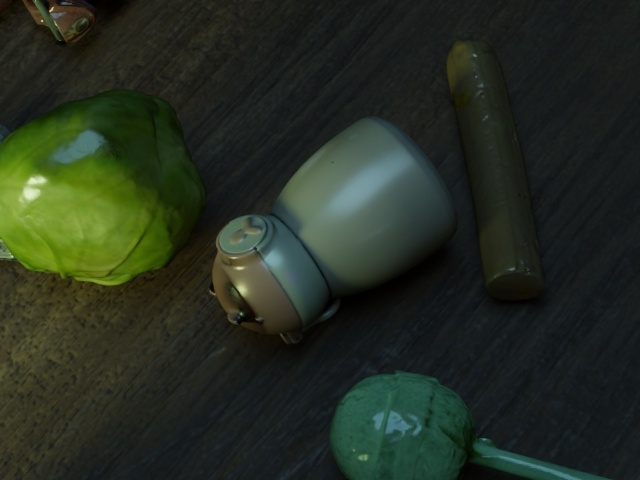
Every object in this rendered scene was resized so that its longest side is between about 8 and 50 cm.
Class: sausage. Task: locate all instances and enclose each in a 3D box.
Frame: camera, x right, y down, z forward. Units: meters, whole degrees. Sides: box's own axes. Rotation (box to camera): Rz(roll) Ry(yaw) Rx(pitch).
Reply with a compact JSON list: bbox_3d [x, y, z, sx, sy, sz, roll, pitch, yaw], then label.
[{"bbox_3d":[0.173,-0.078,1.458,0.065,0.066,0.301,-7,59,4],"label":"sausage"}]

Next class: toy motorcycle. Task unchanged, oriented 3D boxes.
[{"bbox_3d":[-0.325,-0.277,1.635,0.212,0.084,0.118,2,61,18],"label":"toy motorcycle"}]

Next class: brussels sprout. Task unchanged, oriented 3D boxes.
[{"bbox_3d":[-0.217,-0.046,1.405,0.223,0.223,0.161,-25,55,-7],"label":"brussels sprout"}]

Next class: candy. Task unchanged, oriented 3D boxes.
[{"bbox_3d":[0.223,0.209,1.275,0.439,0.119,0.119,13,62,7],"label":"candy"}]

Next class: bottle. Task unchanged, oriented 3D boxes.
[{"bbox_3d":[0.000,0.000,1.389,0.236,0.147,0.147,-35,61,-12],"label":"bottle"}]

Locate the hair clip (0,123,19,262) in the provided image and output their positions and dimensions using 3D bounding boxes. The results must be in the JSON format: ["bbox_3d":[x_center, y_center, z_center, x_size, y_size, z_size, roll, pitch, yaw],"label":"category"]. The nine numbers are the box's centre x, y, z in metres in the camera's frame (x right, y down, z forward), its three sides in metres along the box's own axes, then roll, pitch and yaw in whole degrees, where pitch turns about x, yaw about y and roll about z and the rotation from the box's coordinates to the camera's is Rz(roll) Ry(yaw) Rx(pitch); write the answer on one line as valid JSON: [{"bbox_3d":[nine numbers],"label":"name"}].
[{"bbox_3d":[-0.322,-0.058,1.530,0.116,0.049,0.172,6,51,-4],"label":"hair clip"}]
